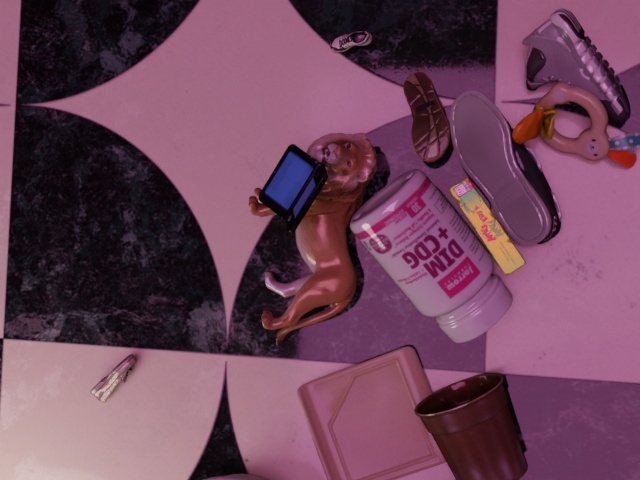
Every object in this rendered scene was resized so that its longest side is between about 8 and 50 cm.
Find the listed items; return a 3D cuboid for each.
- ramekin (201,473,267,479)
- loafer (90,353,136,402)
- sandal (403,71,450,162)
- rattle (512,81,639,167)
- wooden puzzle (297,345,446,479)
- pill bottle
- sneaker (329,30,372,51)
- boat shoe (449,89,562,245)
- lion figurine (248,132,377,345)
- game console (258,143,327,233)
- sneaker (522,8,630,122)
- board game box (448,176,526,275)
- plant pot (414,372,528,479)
[{"bbox_3d":[-0.158,0.564,1.516,0.273,0.127,0.272,0,88,13],"label":"ramekin"},{"bbox_3d":[-0.410,0.279,1.634,0.125,0.045,0.039,-41,97,15],"label":"loafer"},{"bbox_3d":[0.199,-0.228,1.505,0.072,0.049,0.180,-17,69,16],"label":"sandal"},{"bbox_3d":[0.447,-0.170,1.386,0.200,0.143,0.130,43,121,4],"label":"rattle"},{"bbox_3d":[0.101,0.337,1.510,0.239,0.044,0.220,-22,83,7],"label":"wooden puzzle"},{"bbox_3d":[0.196,0.030,1.406,0.160,0.160,0.283,-39,99,9],"label":"pill bottle"},{"bbox_3d":[0.055,-0.384,1.548,0.083,0.037,0.031,-14,87,14],"label":"sneaker"},{"bbox_3d":[0.330,-0.130,1.448,0.114,0.091,0.302,-28,78,36],"label":"boat shoe"},{"bbox_3d":[0.000,0.000,1.513,0.240,0.142,0.391,-5,101,6],"label":"lion figurine"},{"bbox_3d":[-0.050,-0.090,1.404,0.071,0.107,0.122,28,106,-14],"label":"game console"},{"bbox_3d":[0.442,-0.285,1.442,0.132,0.086,0.228,-33,93,34],"label":"sneaker"},{"bbox_3d":[0.298,-0.024,1.447,0.043,0.092,0.181,-34,81,11],"label":"board game box"},{"bbox_3d":[0.272,0.341,1.414,0.167,0.167,0.165,-23,91,12],"label":"plant pot"}]
